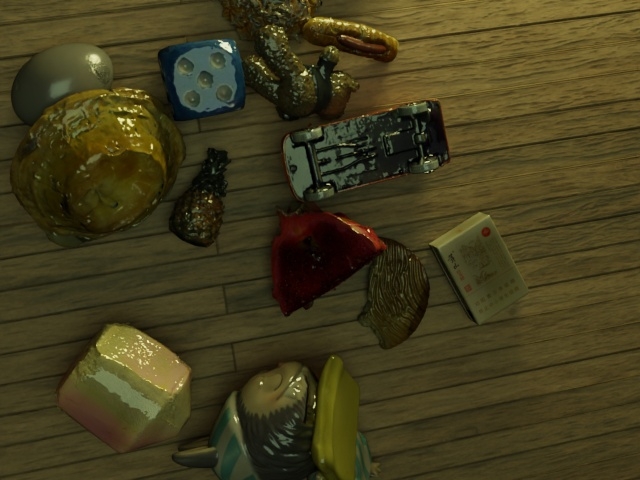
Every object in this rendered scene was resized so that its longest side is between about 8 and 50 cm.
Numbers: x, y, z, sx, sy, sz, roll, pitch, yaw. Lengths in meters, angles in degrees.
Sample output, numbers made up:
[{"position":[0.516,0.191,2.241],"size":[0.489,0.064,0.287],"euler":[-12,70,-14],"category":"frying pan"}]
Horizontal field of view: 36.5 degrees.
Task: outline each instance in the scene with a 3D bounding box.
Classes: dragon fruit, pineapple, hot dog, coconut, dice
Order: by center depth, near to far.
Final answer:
[{"position":[-0.224,-0.305,1.838],"size":[0.146,0.146,0.143],"euler":[-13,100,-10],"category":"dice"},{"position":[-0.358,0.287,1.866],"size":[0.245,0.233,0.233],"euler":[36,90,-11],"category":"coconut"},{"position":[-0.092,-0.475,1.877],"size":[0.224,0.076,0.225],"euler":[-2,99,-10],"category":"pineapple"},{"position":[-0.226,-0.087,1.905],"size":[0.108,0.108,0.198],"euler":[21,81,-15],"category":"pineapple"},{"position":[0.066,-0.394,1.908],"size":[0.215,0.047,0.066],"euler":[9,120,-30],"category":"hot dog"},{"position":[0.000,0.000,1.944],"size":[0.262,0.134,0.211],"euler":[-32,91,30],"category":"dragon fruit"}]

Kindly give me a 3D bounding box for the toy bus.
[{"position":[0.080,-0.182,1.923],"size":[0.329,0.153,0.143],"euler":[-16,104,-11],"category":"toy bus"}]

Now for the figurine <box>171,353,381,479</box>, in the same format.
[{"position":[-0.101,0.412,1.991],"size":[0.377,0.266,0.361],"euler":[-4,131,20],"category":"figurine"}]

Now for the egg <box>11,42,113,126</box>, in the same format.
[{"position":[-0.472,-0.283,1.786],"size":[0.198,0.146,0.146],"euler":[-36,105,-12],"category":"egg"}]

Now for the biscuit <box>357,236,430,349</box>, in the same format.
[{"position":[0.146,0.106,2.047],"size":[0.176,0.031,0.229],"euler":[-30,105,-8],"category":"biscuit"}]

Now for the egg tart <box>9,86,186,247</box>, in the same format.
[{"position":[-0.390,-0.120,1.784],"size":[0.341,0.129,0.341],"euler":[-23,136,-24],"category":"egg tart"}]

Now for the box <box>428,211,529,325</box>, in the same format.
[{"position":[0.339,0.060,2.068],"size":[0.141,0.058,0.201],"euler":[-33,105,-6],"category":"box"}]

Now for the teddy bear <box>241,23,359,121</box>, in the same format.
[{"position":[-0.041,-0.298,1.879],"size":[0.251,0.182,0.129],"euler":[16,52,-32],"category":"teddy bear"}]
